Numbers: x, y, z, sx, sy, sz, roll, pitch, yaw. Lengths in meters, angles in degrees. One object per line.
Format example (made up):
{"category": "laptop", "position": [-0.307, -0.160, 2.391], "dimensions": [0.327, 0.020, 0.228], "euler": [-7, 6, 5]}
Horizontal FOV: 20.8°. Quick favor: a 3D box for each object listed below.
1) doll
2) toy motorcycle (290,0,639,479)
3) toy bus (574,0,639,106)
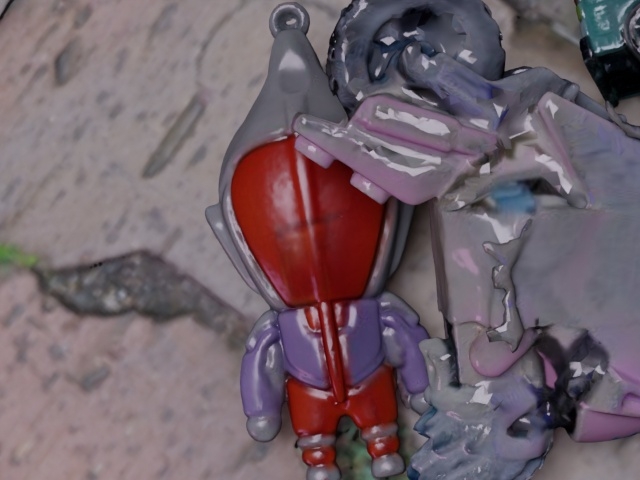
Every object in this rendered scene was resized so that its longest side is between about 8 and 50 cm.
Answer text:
{"category": "doll", "position": [0.000, 0.000, 0.813], "dimensions": [0.102, 0.075, 0.227], "euler": [-11, 85, 0]}
{"category": "toy motorcycle", "position": [0.079, 0.020, 0.757], "dimensions": [0.239, 0.108, 0.204], "euler": [33, 94, 8]}
{"category": "toy bus", "position": [0.194, -0.123, 0.779], "dimensions": [0.160, 0.079, 0.092], "euler": [-14, 74, 15]}
